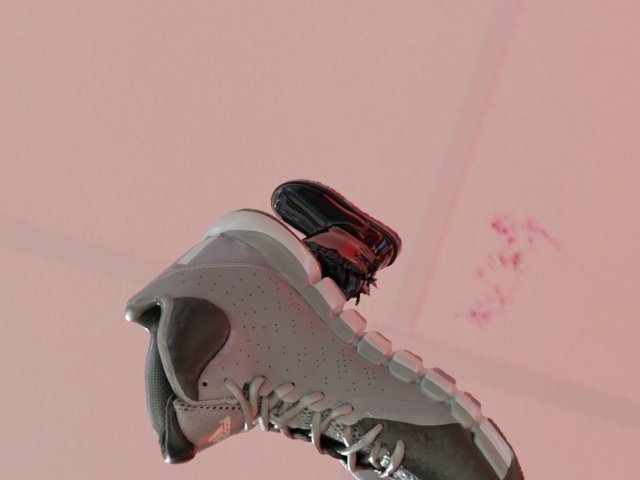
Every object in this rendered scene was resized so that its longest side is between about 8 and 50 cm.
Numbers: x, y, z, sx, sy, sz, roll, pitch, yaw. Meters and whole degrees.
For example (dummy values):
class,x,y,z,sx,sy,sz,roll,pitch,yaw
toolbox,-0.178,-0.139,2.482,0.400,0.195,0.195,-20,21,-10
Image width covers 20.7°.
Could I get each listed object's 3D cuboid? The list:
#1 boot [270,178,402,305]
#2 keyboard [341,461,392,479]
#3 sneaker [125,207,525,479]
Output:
class,x,y,z,sx,sy,sz,roll,pitch,yaw
boot,0.000,0.000,1.334,0.121,0.099,0.045,29,-63,13
keyboard,-0.008,0.098,1.363,0.072,0.256,0.014,-32,-37,-20
sneaker,-0.013,0.095,0.892,0.228,0.132,0.086,42,-37,18
